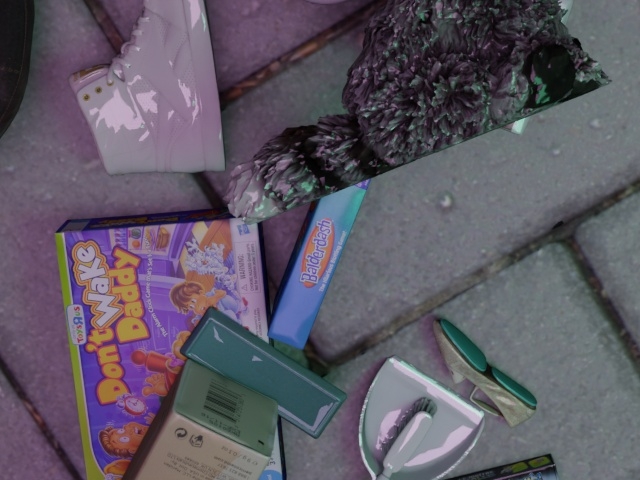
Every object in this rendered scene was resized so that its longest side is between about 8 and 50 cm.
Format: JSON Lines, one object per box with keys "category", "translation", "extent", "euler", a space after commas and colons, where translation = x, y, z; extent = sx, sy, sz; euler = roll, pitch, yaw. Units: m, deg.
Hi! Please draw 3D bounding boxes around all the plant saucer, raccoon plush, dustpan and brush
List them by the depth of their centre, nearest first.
{"category": "raccoon plush", "translation": [0.061, -0.224, 1.265], "extent": [0.446, 0.216, 0.299], "euler": [-22, 92, 6]}
{"category": "plant saucer", "translation": [-0.065, 0.155, 1.542], "extent": [0.192, 0.018, 0.067], "euler": [33, 101, -7]}
{"category": "dustpan and brush", "translation": [0.088, 0.265, 1.617], "extent": [0.147, 0.060, 0.211], "euler": [32, 99, -6]}

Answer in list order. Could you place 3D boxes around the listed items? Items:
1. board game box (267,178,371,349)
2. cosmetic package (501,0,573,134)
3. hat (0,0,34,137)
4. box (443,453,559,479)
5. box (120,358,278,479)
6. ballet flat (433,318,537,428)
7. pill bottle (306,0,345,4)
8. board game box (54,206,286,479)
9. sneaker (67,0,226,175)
{"category": "board game box", "translation": [0.000, 0.000, 1.514], "extent": [0.047, 0.160, 0.210], "euler": [21, 101, -3]}
{"category": "cosmetic package", "translation": [0.164, -0.218, 1.452], "extent": [0.151, 0.183, 0.151], "euler": [18, 101, -3]}
{"category": "hat", "translation": [-0.468, -0.211, 1.489], "extent": [0.331, 0.134, 0.331], "euler": [1, 86, -9]}
{"category": "box", "translation": [0.197, 0.343, 1.649], "extent": [0.207, 0.036, 0.114], "euler": [-15, 101, 4]}
{"category": "box", "translation": [-0.172, 0.308, 1.509], "extent": [0.121, 0.148, 0.311], "euler": [27, 106, -8]}
{"category": "ballet flat", "translation": [0.185, 0.164, 1.602], "extent": [0.168, 0.057, 0.052], "euler": [42, 109, -7]}
{"category": "pill bottle", "translation": [0.006, -0.310, 1.414], "extent": [0.124, 0.221, 0.124], "euler": [0, 103, 1]}
{"category": "board game box", "translation": [-0.171, 0.142, 1.589], "extent": [0.233, 0.078, 0.347], "euler": [-5, 102, 2]}
{"category": "sneaker", "translation": [-0.203, -0.212, 1.498], "extent": [0.169, 0.108, 0.292], "euler": [-6, 103, -1]}
